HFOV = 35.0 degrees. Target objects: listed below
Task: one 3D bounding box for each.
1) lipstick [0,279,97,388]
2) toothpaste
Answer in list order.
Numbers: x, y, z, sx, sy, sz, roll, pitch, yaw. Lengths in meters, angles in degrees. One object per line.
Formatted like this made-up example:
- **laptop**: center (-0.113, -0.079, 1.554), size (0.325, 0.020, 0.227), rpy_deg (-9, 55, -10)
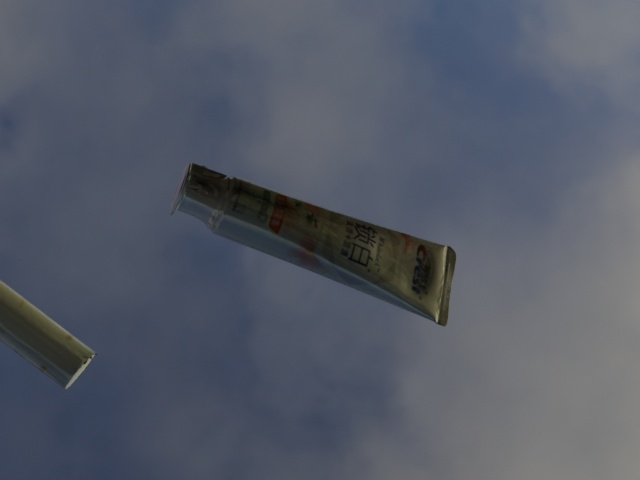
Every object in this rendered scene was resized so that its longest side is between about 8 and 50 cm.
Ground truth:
- **lipstick**: center (-0.389, 0.078, 1.210), size (0.264, 0.059, 0.059), rpy_deg (38, -141, -1)
- **toothpaste**: center (0.000, 0.000, 1.089), size (0.323, 0.066, 0.100), rpy_deg (20, -121, -15)
